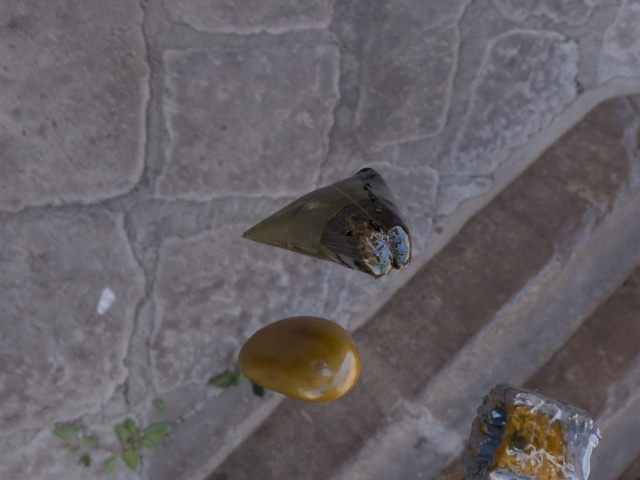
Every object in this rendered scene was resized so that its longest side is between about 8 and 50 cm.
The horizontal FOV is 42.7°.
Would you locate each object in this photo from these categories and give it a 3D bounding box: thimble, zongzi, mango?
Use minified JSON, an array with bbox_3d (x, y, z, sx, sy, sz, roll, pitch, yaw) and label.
[{"bbox_3d":[0.241,0.241,0.943,0.151,0.118,0.127,105,3,-73],"label":"thimble"},{"bbox_3d":[0.000,0.000,1.505,0.318,0.289,0.154,-18,108,5],"label":"zongzi"},{"bbox_3d":[-0.037,0.228,1.628,0.175,0.255,0.139,-49,140,-39],"label":"mango"}]

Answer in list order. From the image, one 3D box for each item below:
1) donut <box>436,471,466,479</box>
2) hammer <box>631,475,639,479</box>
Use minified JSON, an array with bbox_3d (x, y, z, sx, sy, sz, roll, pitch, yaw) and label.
[{"bbox_3d":[0.177,0.476,1.176,0.109,0.277,0.277,1,118,-30],"label":"donut"},{"bbox_3d":[0.469,0.514,1.474,0.440,0.168,0.044,-42,170,28],"label":"hammer"}]
